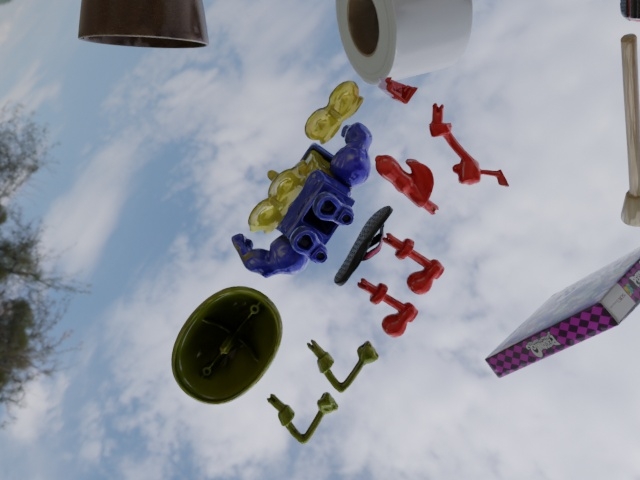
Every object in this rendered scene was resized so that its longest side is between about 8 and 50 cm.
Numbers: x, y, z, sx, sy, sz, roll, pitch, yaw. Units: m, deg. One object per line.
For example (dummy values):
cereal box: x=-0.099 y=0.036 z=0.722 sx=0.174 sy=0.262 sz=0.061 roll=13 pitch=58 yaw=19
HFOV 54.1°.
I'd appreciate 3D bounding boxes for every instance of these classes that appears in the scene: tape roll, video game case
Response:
tape roll: x=0.155 y=-0.439 z=1.216 sx=0.169 sy=0.246 sz=0.246 roll=-19 pitch=-149 yaw=-18
video game case: x=0.367 y=0.094 z=0.884 sx=0.210 sy=0.042 sz=0.232 roll=-31 pitch=169 yaw=-35

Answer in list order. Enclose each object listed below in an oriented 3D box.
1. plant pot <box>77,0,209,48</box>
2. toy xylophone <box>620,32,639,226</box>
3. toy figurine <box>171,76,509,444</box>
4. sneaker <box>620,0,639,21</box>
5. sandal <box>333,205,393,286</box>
plant pot: x=-0.296 y=-0.448 z=1.043 sx=0.215 sy=0.215 sz=0.231 roll=18 pitch=-70 yaw=53
toy xylophone: x=0.292 y=-0.030 z=0.431 sx=0.081 sy=0.323 sz=0.236 roll=-16 pitch=-135 yaw=8
toy figurine: x=0.000 y=0.000 z=0.680 sx=0.363 sy=0.191 sz=0.217 roll=-57 pitch=-165 yaw=11
sneaker: x=0.647 y=-0.425 z=1.031 sx=0.314 sy=0.136 sz=0.116 roll=177 pitch=-78 yaw=-66
sandal: x=0.088 y=0.014 z=1.185 sx=0.179 sy=0.040 sz=0.067 roll=-58 pitch=-168 yaw=4
